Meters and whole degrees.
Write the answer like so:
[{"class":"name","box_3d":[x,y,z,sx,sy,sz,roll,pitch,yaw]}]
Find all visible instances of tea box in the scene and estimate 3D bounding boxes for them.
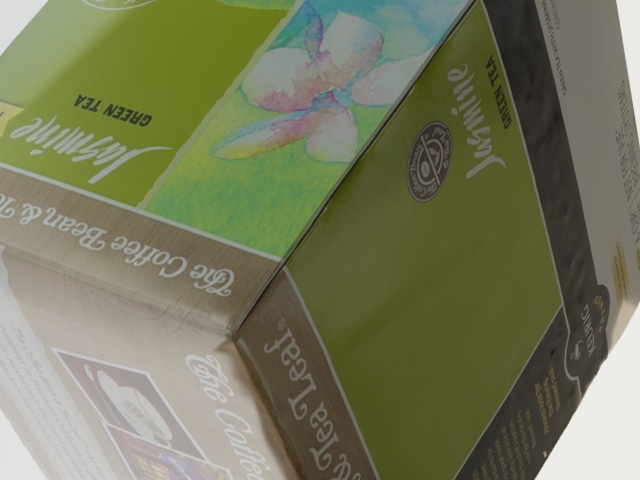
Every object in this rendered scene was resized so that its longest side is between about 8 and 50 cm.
[{"class":"tea box","box_3d":[0.000,0.000,0.961,0.323,0.220,0.329,-55,-34,-28]}]
